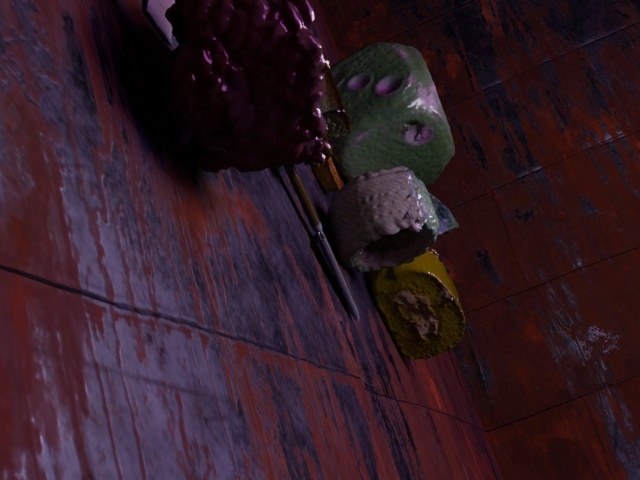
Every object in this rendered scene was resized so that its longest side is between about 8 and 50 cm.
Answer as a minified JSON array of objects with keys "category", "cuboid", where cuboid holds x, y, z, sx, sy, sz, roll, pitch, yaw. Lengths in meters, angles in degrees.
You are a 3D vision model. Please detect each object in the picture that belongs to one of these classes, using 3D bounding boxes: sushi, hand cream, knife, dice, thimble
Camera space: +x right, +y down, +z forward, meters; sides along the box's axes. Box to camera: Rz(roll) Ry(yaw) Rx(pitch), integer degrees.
[{"category":"sushi","cuboid":[-0.090,-0.207,0.818,0.270,0.171,0.236,-106,-174,-57]},{"category":"hand cream","cuboid":[-0.214,-0.350,0.953,0.052,0.038,0.216,20,45,-37]},{"category":"knife","cuboid":[0.000,0.000,1.269,0.061,0.027,0.343,-115,-179,-66]},{"category":"dice","cuboid":[0.179,-0.335,2.020,0.318,0.330,0.322,54,19,-46]},{"category":"thimble","cuboid":[0.126,-0.041,1.463,0.219,0.219,0.150,46,25,-62]}]

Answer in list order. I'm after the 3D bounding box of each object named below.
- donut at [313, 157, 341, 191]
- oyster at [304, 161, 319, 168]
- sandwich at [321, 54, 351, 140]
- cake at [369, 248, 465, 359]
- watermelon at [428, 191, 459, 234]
[{"category":"donut","cuboid":[0.012,-0.155,1.606,0.097,0.043,0.108,-69,137,-75]},{"category":"oyster","cuboid":[-0.069,-0.233,1.296,0.128,0.079,0.345,55,9,-46]},{"category":"sandwich","cuboid":[-0.030,-0.323,1.486,0.128,0.122,0.235,71,2,-72]},{"category":"cake","cuboid":[0.230,0.138,1.698,0.156,0.179,0.260,-94,159,-62]},{"category":"watermelon","cuboid":[0.202,-0.022,1.885,0.232,0.310,0.193,6,-53,58]}]
